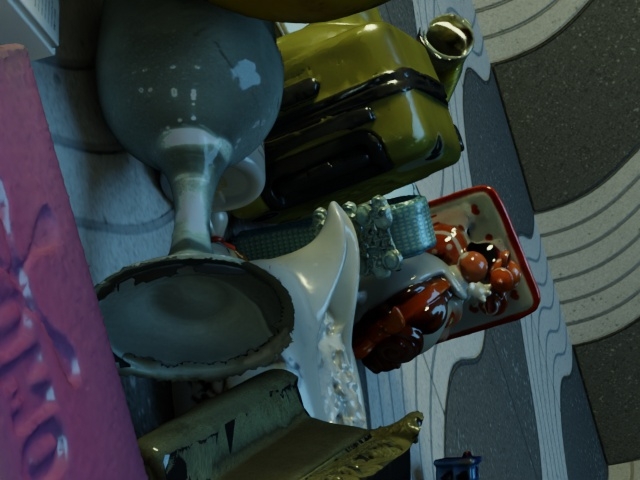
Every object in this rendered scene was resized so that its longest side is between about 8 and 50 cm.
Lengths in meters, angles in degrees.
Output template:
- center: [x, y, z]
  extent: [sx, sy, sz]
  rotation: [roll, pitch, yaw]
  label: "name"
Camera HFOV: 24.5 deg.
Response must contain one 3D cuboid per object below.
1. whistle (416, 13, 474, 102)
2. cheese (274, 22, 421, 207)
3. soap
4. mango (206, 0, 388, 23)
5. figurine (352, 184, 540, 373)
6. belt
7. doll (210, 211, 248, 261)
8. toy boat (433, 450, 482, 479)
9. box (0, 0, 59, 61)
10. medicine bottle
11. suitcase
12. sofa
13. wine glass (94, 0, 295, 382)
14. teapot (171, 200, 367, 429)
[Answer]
- center: [0.090, -0.113, 1.525]
  extent: [0.326, 0.068, 0.057]
  rotation: [111, -37, -57]
  label: "whistle"
- center: [-0.004, -0.179, 1.424]
  extent: [0.085, 0.034, 0.400]
  rotation: [-29, 98, -31]
  label: "cheese"
- center: [-0.167, 0.046, 0.692]
  extent: [0.181, 0.081, 0.259]
  rotation: [-45, 122, -73]
  label: "soap"
- center: [-0.056, -0.322, 0.972]
  extent: [0.232, 0.300, 0.445]
  rotation: [101, -28, -45]
  label: "mango"
- center: [0.099, 0.062, 1.554]
  extent: [0.160, 0.183, 0.226]
  rotation: [66, 28, -6]
  label: "figurine"
- center: [0.001, 0.005, 1.191]
  extent: [0.100, 0.179, 0.065]
  rotation: [-24, 100, -61]
  label: "belt"
- center: [-0.081, 0.002, 1.150]
  extent: [0.058, 0.040, 0.085]
  rotation: [48, 31, -43]
  label: "doll"
- center: [0.164, 0.292, 1.698]
  extent: [0.223, 0.100, 0.097]
  rotation: [21, 67, -75]
  label: "toy boat"
- center: [-0.198, -0.187, 0.836]
  extent: [0.129, 0.051, 0.130]
  rotation: [54, 26, -56]
  label: "box"
- center: [-0.083, -0.098, 1.134]
  extent: [0.079, 0.079, 0.140]
  rotation: [57, 24, -53]
  label: "medicine bottle"
- center: [0.010, -0.105, 1.274]
  extent: [0.235, 0.194, 0.143]
  rotation: [3, 67, -75]
  label: "suitcase"
- center: [-0.046, 0.224, 0.879]
  extent: [0.200, 0.182, 0.258]
  rotation: [-22, 111, -65]
  label: "sofa"
- center: [-0.090, -0.068, 0.983]
  extent: [0.143, 0.143, 0.321]
  rotation: [58, 23, -53]
  label: "wine glass"
- center: [-0.014, 0.133, 1.073]
  extent: [0.208, 0.166, 0.299]
  rotation: [71, 1, -72]
  label: "teapot"
